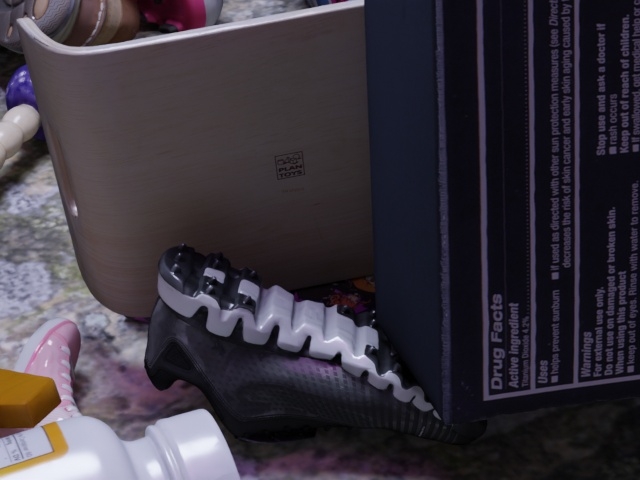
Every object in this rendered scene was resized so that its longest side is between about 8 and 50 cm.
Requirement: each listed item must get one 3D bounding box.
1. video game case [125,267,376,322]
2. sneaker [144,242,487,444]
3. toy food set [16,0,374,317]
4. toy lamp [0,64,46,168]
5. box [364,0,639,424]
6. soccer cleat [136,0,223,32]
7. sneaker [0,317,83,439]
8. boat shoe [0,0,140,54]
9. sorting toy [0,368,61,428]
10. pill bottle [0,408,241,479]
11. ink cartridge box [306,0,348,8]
[{"bbox_3d":[0.000,0.000,1.199,0.232,0.042,0.210,11,42,20],"label":"video game case"},{"bbox_3d":[-0.010,0.092,1.054,0.234,0.106,0.078,23,23,-5],"label":"sneaker"},{"bbox_3d":[-0.029,-0.078,1.088,0.306,0.220,0.092,-12,40,-6],"label":"toy food set"},{"bbox_3d":[-0.284,-0.040,1.257,0.080,0.080,0.275,12,38,21],"label":"toy lamp"},{"bbox_3d":[0.184,-0.076,0.950,0.294,0.296,0.183,-6,18,-12],"label":"box"},{"bbox_3d":[-0.158,-0.303,1.551,0.143,0.116,0.331,-26,42,-23],"label":"soccer cleat"},{"bbox_3d":[-0.173,0.109,1.071,0.070,0.051,0.134,11,43,17],"label":"sneaker"},{"bbox_3d":[-0.270,-0.225,1.484,0.116,0.123,0.324,12,14,-37],"label":"boat shoe"},{"bbox_3d":[-0.324,0.125,1.039,0.307,0.041,0.229,6,33,33],"label":"sorting toy"},{"bbox_3d":[-0.166,0.178,0.907,0.245,0.136,0.136,-16,39,-15],"label":"pill bottle"},{"bbox_3d":[0.131,-0.373,1.471,0.395,0.151,0.270,-25,54,-1],"label":"ink cartridge box"}]
